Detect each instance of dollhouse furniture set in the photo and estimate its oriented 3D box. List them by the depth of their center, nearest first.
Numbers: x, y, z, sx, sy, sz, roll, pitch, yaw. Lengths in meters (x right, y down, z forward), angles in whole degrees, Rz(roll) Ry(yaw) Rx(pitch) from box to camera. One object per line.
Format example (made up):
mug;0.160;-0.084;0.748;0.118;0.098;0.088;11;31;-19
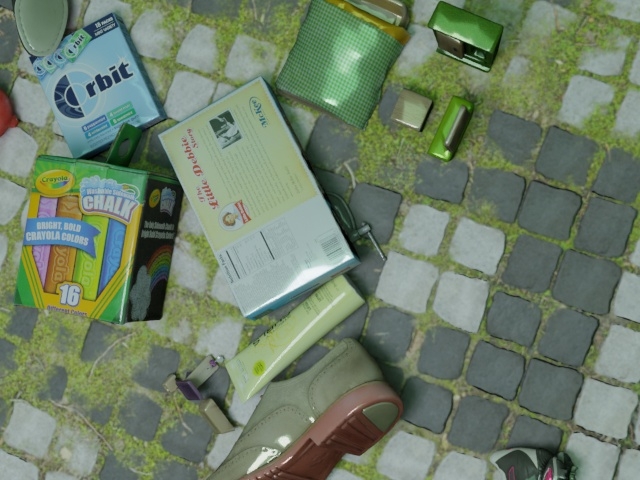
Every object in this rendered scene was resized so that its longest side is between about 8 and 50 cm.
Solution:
dollhouse furniture set;0.086;-0.260;1.479;0.302;0.151;0.197;24;93;9
dollhouse furniture set;-0.169;0.237;1.587;0.081;0.091;0.114;-44;108;-33

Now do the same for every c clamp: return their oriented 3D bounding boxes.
c clamp;0.000;0.000;1.555;0.161;0.022;0.137;-24;85;8

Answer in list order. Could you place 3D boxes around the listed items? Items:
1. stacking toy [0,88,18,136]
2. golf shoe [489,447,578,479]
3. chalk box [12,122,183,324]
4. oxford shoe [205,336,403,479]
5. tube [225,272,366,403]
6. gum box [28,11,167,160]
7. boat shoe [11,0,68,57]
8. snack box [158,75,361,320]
stacking toy;-0.649;-0.232;1.654;0.279;0.130;0.309;-41;79;33
golf shoe;0.294;0.433;1.471;0.120;0.105;0.272;5;84;25
chalk box;-0.323;-0.033;1.533;0.179;0.180;0.288;9;89;9
oxford shoe;-0.058;0.301;1.527;0.397;0.140;0.146;-37;51;12
tube;-0.041;0.143;1.537;0.240;0.070;0.062;-40;89;7
gum box;-0.350;-0.240;1.610;0.157;0.041;0.184;-25;84;9
boat shoe;-0.446;-0.389;1.606;0.081;0.069;0.227;2;79;-29
snack box;-0.094;-0.064;1.530;0.187;0.060;0.321;-29;75;8
